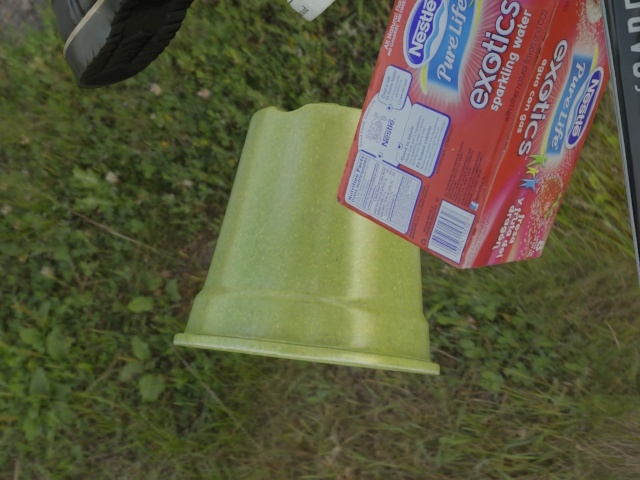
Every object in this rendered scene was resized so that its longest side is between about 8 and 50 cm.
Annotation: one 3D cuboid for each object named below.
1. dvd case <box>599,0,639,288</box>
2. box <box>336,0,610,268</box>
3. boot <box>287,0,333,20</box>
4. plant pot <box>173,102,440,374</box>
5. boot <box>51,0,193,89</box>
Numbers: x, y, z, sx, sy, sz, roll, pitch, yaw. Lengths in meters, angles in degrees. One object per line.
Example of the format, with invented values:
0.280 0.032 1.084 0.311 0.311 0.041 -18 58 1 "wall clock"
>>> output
0.156 -0.085 0.384 0.029 0.179 0.239 -1 116 33 "dvd case"
0.126 -0.122 0.676 0.128 0.122 0.257 30 112 35 "box"
0.013 -0.310 0.679 0.176 0.088 0.244 44 84 -12 "boot"
0.000 0.000 0.975 0.276 0.276 0.254 3 82 25 "plant pot"
-0.111 -0.189 0.497 0.198 0.076 0.137 -34 83 39 "boot"
